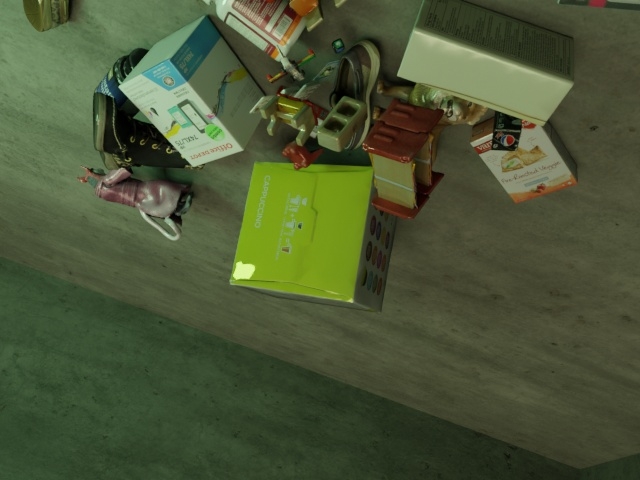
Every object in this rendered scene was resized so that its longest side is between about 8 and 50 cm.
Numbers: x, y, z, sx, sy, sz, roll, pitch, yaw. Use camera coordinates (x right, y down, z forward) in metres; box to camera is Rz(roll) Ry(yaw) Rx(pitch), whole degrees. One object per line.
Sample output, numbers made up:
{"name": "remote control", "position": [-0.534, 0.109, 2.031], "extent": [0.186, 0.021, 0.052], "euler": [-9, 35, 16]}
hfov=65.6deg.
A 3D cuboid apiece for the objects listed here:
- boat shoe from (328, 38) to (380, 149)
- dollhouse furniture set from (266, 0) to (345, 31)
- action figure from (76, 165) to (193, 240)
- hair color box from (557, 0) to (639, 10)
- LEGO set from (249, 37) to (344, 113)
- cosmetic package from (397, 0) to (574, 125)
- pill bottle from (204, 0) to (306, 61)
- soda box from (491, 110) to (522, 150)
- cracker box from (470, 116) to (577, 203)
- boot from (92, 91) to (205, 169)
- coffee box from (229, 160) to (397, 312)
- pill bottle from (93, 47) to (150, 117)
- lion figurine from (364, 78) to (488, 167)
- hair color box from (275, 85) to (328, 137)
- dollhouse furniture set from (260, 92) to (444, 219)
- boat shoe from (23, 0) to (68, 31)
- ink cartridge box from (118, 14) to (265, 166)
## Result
{"name": "boat shoe", "position": [0.065, -0.329, 1.174], "extent": [0.103, 0.092, 0.285], "euler": [48, 149, 26]}
{"name": "dollhouse furniture set", "position": [-0.025, -0.531, 0.881], "extent": [0.259, 0.135, 0.262], "euler": [-29, 142, 30]}
{"name": "action figure", "position": [-0.618, -0.146, 1.642], "extent": [0.370, 0.276, 0.248], "euler": [13, 152, -14]}
{"name": "hair color box", "position": [0.588, -0.460, 0.759], "extent": [0.374, 0.114, 0.185], "euler": [11, 143, 12]}
{"name": "LEGO set", "position": [-0.051, -0.381, 1.126], "extent": [0.244, 0.182, 0.060], "euler": [-28, 89, 55]}
{"name": "cosmetic package", "position": [0.325, -0.361, 0.978], "extent": [0.309, 0.160, 0.113], "euler": [20, 145, 2]}
{"name": "pill bottle", "position": [-0.143, -0.496, 1.057], "extent": [0.221, 0.121, 0.121], "euler": [33, 143, -17]}
{"name": "soda box", "position": [0.399, -0.266, 1.055], "extent": [0.053, 0.169, 0.060], "euler": [7, 143, 16]}
{"name": "cracker box", "position": [0.487, -0.204, 1.184], "extent": [0.155, 0.067, 0.232], "euler": [-21, 127, 42]}
{"name": "boot", "position": [-0.458, -0.282, 1.356], "extent": [0.284, 0.138, 0.377], "euler": [0, 167, -16]}
{"name": "coffee box", "position": [0.000, 0.000, 1.365], "extent": [0.338, 0.338, 0.334], "euler": [6, 170, 20]}
{"name": "pill bottle", "position": [-0.513, -0.418, 1.337], "extent": [0.123, 0.123, 0.219], "euler": [40, 140, -26]}
{"name": "lion figurine", "position": [0.239, -0.259, 1.201], "extent": [0.240, 0.142, 0.392], "euler": [9, 158, 2]}
{"name": "hair color box", "position": [-0.059, -0.334, 1.297], "extent": [0.141, 0.043, 0.072], "euler": [27, 144, -8]}
{"name": "dollhouse furniture set", "position": [0.075, -0.216, 1.110], "extent": [0.374, 0.152, 0.201], "euler": [24, 153, 25]}
{"name": "boat shoe", "position": [-0.640, -0.627, 1.172], "extent": [0.105, 0.089, 0.285], "euler": [51, 138, 2]}
{"name": "ink cartridge box", "position": [-0.303, -0.363, 1.244], "extent": [0.198, 0.197, 0.270], "euler": [-10, 135, 35]}
